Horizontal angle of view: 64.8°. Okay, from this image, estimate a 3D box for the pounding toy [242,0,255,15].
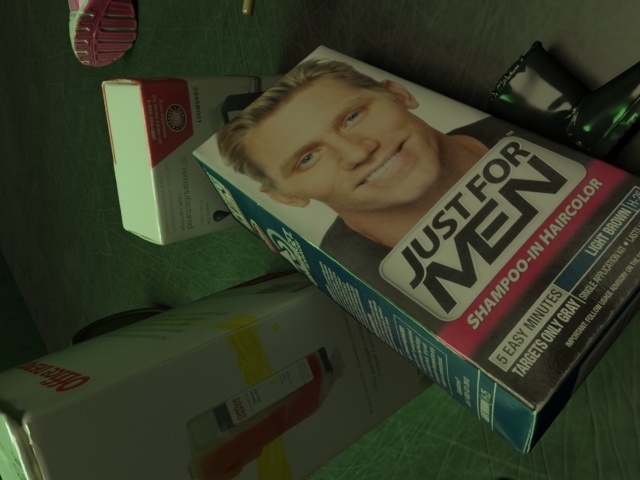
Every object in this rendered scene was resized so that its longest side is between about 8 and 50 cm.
[{"bbox_3d":[-0.035,-0.316,0.489,0.141,0.100,0.130,-44,71,46],"label":"pounding toy"}]

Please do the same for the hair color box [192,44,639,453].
[{"bbox_3d":[0.068,-0.024,0.413,0.347,0.174,0.105,36,163,35],"label":"hair color box"}]

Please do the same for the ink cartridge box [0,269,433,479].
[{"bbox_3d":[-0.116,0.153,0.535,0.279,0.385,0.160,-11,96,50],"label":"ink cartridge box"}]

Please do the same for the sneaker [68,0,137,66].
[{"bbox_3d":[-0.364,-0.415,0.831,0.111,0.103,0.252,48,128,30],"label":"sneaker"}]

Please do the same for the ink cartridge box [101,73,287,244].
[{"bbox_3d":[-0.105,-0.100,0.558,0.092,0.218,0.158,17,116,43],"label":"ink cartridge box"}]

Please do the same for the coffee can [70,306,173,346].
[{"bbox_3d":[-0.350,0.295,0.991,0.201,0.201,0.275,9,111,46],"label":"coffee can"}]

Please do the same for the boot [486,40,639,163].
[{"bbox_3d":[0.186,-0.108,0.366,0.099,0.045,0.121,50,139,23],"label":"boot"}]
